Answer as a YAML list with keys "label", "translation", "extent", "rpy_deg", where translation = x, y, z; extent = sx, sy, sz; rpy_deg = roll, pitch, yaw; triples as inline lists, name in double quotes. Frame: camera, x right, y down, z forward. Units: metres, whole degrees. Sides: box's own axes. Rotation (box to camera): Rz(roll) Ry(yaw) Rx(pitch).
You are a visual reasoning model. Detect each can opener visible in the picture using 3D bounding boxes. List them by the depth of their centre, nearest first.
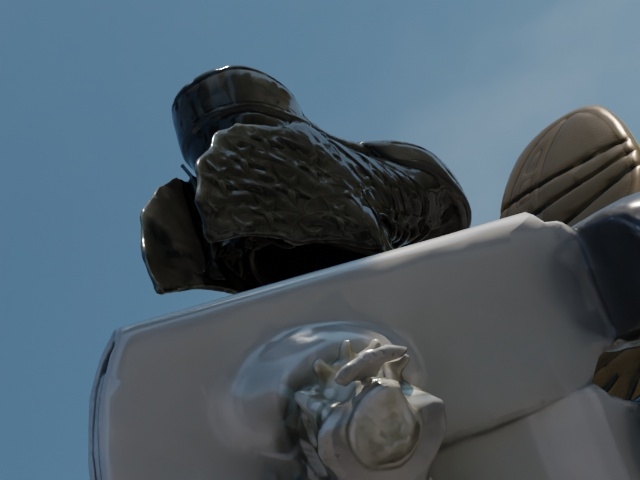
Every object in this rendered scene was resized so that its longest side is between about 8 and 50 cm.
- label: "can opener"
  translation: [0.073, 0.024, 0.413]
  extent: [0.280, 0.074, 0.093]
  rpy_deg: [-17, -9, -24]

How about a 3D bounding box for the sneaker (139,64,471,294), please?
- label: "sneaker"
  translation: [0.002, -0.002, 0.644]
  extent: [0.051, 0.089, 0.170]
  rpy_deg: [-39, -40, 23]

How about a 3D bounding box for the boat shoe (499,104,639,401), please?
- label: "boat shoe"
  translation: [0.093, 0.019, 0.581]
  extent: [0.056, 0.152, 0.049]
  rpy_deg: [-35, -55, 23]
